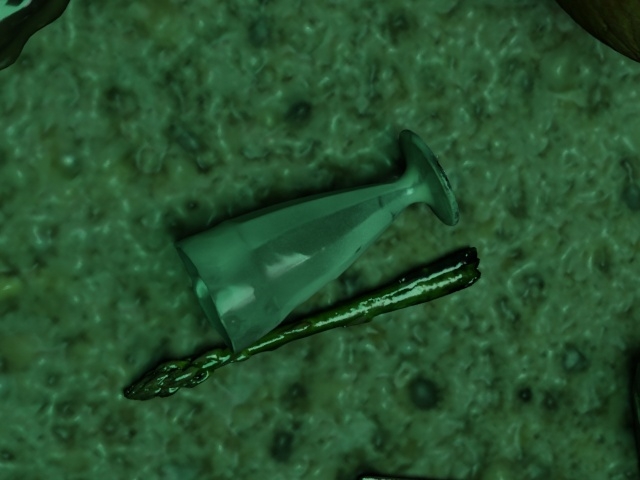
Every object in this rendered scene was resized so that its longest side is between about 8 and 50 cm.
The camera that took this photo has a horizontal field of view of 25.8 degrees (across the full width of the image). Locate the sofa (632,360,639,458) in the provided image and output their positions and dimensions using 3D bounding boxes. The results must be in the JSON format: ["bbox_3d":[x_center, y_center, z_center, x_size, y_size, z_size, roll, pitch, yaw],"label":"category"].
[{"bbox_3d":[0.324,0.162,0.886,0.210,0.176,0.225,-12,107,-13],"label":"sofa"}]

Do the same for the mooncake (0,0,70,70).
[{"bbox_3d":[-0.222,-0.177,0.671,0.228,0.124,0.228,-5,107,-16],"label":"mooncake"}]

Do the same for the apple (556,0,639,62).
[{"bbox_3d":[0.213,-0.189,0.746,0.188,0.211,0.211,19,99,-42],"label":"apple"}]

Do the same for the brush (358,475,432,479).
[{"bbox_3d":[0.114,0.176,0.909,0.190,0.027,0.034,8,104,-19],"label":"brush"}]

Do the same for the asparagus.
[{"bbox_3d":[-0.008,0.052,0.846,0.233,0.023,0.022,-19,64,-11],"label":"asparagus"}]

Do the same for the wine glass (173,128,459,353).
[{"bbox_3d":[0.000,0.000,0.807,0.155,0.073,0.073,-26,110,-8],"label":"wine glass"}]
